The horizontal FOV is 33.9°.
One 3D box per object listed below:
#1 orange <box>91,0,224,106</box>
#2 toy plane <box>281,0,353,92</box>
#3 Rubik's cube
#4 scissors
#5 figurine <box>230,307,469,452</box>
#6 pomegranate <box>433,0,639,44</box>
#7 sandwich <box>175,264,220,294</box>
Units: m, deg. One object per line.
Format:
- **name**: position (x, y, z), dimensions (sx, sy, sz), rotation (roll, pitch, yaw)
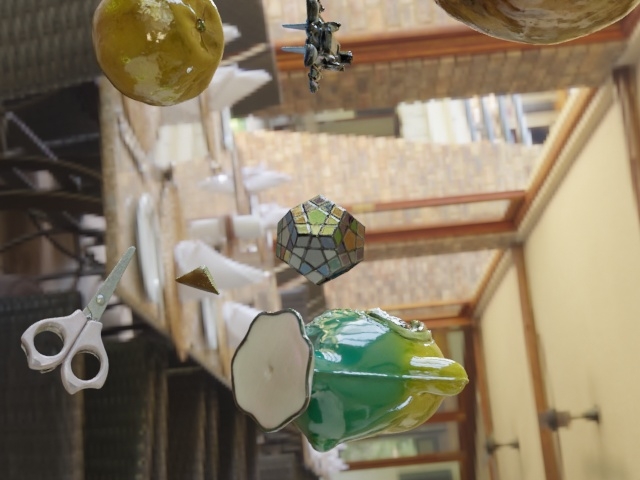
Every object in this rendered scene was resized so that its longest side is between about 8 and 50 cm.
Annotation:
- **orange**: position (-0.321, -0.408, 2.115), dimensions (0.279, 0.235, 0.279), rotation (17, 67, -44)
- **toy plane**: position (0.011, -0.320, 1.784), dimensions (0.246, 0.078, 0.169), rotation (17, 74, -66)
- **Rubik's cube**: position (0.000, 0.000, 1.248), dimensions (0.093, 0.111, 0.111), rotation (-72, 158, -65)
- **scissors**: position (-0.249, 0.077, 1.152), dimensions (0.015, 0.100, 0.189), rotation (-37, -158, 50)
- **figurine**: position (0.050, 0.216, 1.645), dimensions (0.323, 0.340, 0.231), rotation (-11, -106, 50)
- **pomegranate**: position (0.224, -0.361, 1.111), dimensions (0.322, 0.322, 0.322), rotation (-6, 90, -89)
- **sandwich**: position (-0.209, 0.064, 1.823), dimensions (0.031, 0.083, 0.044), rotation (-48, 154, -82)
